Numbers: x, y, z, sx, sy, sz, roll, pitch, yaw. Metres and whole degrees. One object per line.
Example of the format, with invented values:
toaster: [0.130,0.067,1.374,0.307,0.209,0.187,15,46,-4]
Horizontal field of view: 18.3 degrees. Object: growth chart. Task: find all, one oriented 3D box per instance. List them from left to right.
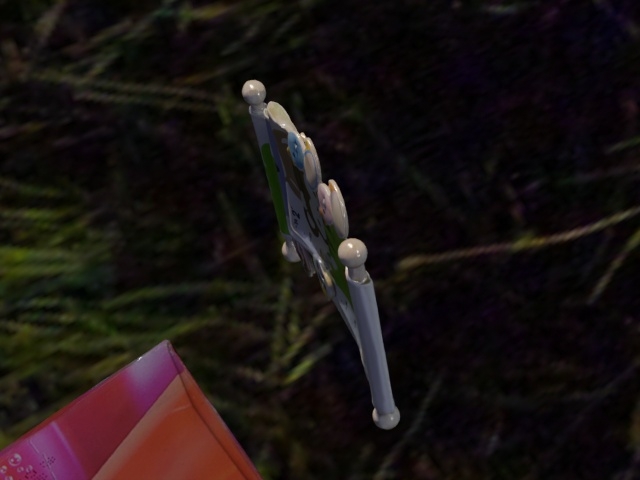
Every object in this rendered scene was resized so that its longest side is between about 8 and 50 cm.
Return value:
growth chart: [0.000,0.000,1.191,0.237,0.021,0.172,-120,12,-54]

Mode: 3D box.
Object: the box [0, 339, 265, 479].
box: [-0.072,0.130,0.572,0.122,0.128,0.257,54,165,5]
